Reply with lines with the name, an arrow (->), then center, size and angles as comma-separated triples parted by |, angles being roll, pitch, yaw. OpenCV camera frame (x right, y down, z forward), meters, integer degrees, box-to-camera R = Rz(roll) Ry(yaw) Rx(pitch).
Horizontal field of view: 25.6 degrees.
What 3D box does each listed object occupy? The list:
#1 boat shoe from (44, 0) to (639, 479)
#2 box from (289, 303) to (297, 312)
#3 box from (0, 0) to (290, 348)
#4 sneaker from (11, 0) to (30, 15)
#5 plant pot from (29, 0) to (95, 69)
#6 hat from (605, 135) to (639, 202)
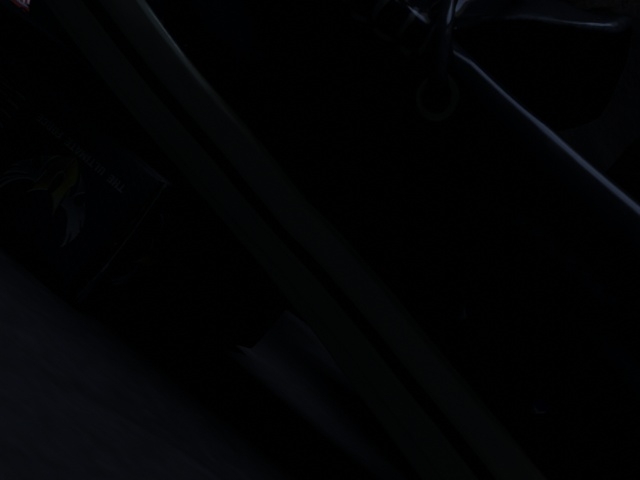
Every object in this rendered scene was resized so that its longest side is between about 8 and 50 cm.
boat shoe -> 0.037, -0.046, 0.527 | 0.500, 0.156, 0.187 | 51, 9, 12
box -> 0.000, 0.034, 0.981 | 0.179, 0.043, 0.105 | 39, 2, -15
box -> -0.124, -0.053, 0.588 | 0.233, 0.059, 0.183 | 39, 2, 18
sneaker -> -0.297, -0.231, 1.110 | 0.145, 0.090, 0.270 | 39, 3, -46
plant pot -> -0.036, -0.108, 0.779 | 0.293, 0.293, 0.196 | 37, 28, -9
hat -> 0.217, 0.026, 0.730 | 0.331, 0.134, 0.331 | 33, -4, 3
